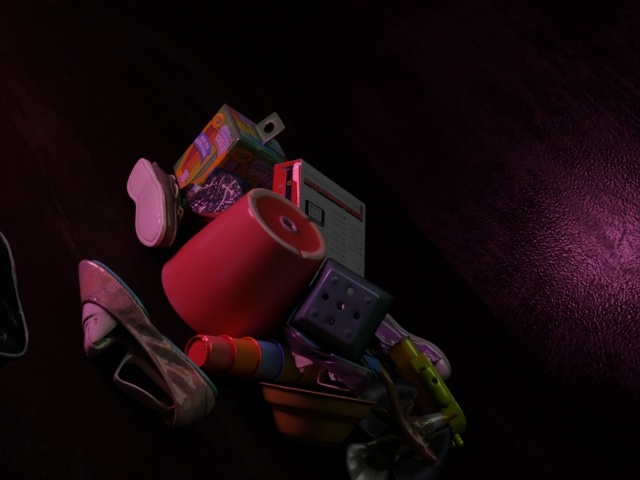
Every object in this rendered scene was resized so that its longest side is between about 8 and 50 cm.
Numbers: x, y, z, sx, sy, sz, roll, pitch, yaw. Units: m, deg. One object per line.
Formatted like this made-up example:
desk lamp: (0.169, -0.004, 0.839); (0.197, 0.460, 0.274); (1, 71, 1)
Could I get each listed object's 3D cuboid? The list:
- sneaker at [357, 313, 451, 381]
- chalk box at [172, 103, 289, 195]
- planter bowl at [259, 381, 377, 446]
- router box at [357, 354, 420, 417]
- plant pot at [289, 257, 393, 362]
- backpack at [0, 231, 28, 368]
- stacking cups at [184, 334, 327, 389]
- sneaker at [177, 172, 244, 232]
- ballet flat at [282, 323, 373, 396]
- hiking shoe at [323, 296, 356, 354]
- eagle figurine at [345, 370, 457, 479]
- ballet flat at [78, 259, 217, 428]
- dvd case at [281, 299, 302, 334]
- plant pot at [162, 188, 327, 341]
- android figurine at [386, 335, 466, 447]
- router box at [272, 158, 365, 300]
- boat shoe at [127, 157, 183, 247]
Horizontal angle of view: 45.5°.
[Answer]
sneaker: (0.202, 0.296, 1.964); (0.282, 0.102, 0.161); (33, 19, 7)
chalk box: (-0.206, -0.205, 1.923); (0.179, 0.289, 0.180); (29, 21, -36)
planter bowl: (-0.011, 0.316, 1.367); (0.217, 0.090, 0.217); (9, -11, 2)
router box: (0.143, 0.349, 1.773); (0.133, 0.046, 0.179); (25, 24, -45)
plant pot: (0.039, 0.135, 1.480); (0.165, 0.166, 0.234); (31, -5, 6)
backpack: (-0.468, 0.059, 0.877); (0.225, 0.191, 0.253); (30, 28, -43)
stacking cups: (-0.119, 0.232, 1.433); (0.316, 0.096, 0.096); (14, 33, -49)
sneaker: (-0.228, -0.068, 1.684); (0.122, 0.110, 0.283); (45, -22, -27)
ballet flat: (0.000, 0.228, 1.418); (0.203, 0.074, 0.074); (27, 11, 21)
hiking shoe: (0.034, 0.188, 1.724); (0.086, 0.114, 0.227); (34, 18, -25)
eagle figurine: (0.172, 0.389, 1.541); (0.225, 0.226, 0.298); (10, -11, 5)
ballet flat: (-0.294, 0.162, 1.176); (0.316, 0.107, 0.106); (44, 51, 8)
dvd case: (-0.069, 0.173, 1.772); (0.253, 0.022, 0.180); (33, 18, -27)
plant pot: (-0.133, 0.048, 1.514); (0.275, 0.243, 0.275); (35, 23, -17)
android figurine: (0.247, 0.354, 1.766); (0.273, 0.056, 0.248); (60, -14, 9)
router box: (0.000, 0.000, 1.903); (0.335, 0.082, 0.301); (31, 56, -54)
boat shoe: (-0.340, -0.075, 1.625); (0.091, 0.109, 0.305); (25, 20, -33)
